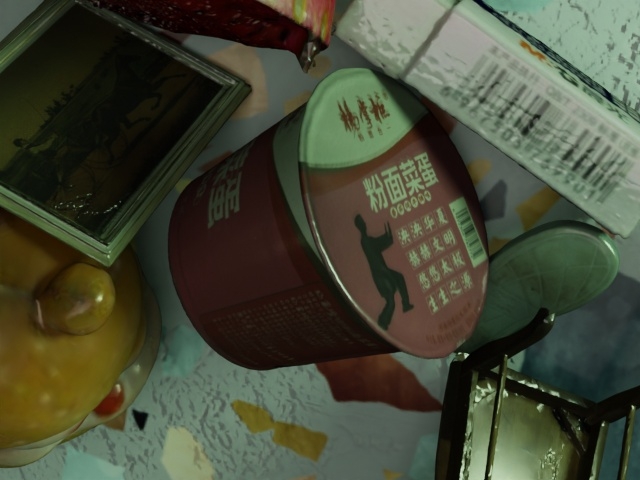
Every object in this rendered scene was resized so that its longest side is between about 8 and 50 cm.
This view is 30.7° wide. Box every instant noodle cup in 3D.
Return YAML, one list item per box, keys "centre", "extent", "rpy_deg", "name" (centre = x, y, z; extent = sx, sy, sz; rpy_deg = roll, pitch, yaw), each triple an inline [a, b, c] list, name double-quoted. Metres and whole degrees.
- centre: [0.000, 0.000, 0.942]
  extent: [0.178, 0.235, 0.234]
  rpy_deg: [-21, 98, 36]
  name: "instant noodle cup"

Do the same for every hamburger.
- centre: [-0.275, 0.053, 0.967]
  extent: [0.276, 0.237, 0.276]
  rpy_deg: [1, 80, -4]
  name: "hamburger"

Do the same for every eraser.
- centre: [0.152, -0.125, 0.950]
  extent: [0.287, 0.130, 0.086]
  rpy_deg: [36, 108, -1]
  name: "eraser"

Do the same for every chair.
- centre: [0.164, 0.205, 1.006]
  extent: [0.160, 0.319, 0.186]
  rpy_deg: [21, 61, -12]
  name: "chair"

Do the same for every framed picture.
- centre: [-0.193, -0.108, 0.958]
  extent: [0.197, 0.252, 0.014]
  rpy_deg: [29, 138, 2]
  name: "framed picture"

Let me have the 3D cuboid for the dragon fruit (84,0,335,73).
- centre: [-0.139, -0.281, 0.848]
  extent: [0.371, 0.386, 0.249]
  rpy_deg: [15, 92, 7]
  name: "dragon fruit"

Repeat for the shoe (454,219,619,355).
- centre: [0.176, 0.032, 1.005]
  extent: [0.079, 0.078, 0.195]
  rpy_deg: [46, 129, -6]
  name: "shoe"
